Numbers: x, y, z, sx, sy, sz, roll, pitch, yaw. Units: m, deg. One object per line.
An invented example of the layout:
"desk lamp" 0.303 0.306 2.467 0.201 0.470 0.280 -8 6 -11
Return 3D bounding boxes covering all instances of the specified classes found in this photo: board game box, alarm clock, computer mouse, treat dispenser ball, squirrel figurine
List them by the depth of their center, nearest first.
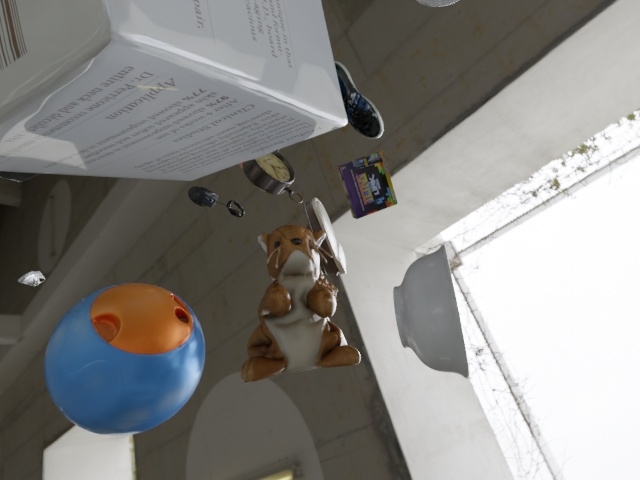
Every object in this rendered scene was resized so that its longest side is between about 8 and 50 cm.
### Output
"treat dispenser ball" -0.375 0.228 0.849 0.288 0.288 0.289 -11 -106 42
"alarm clock" -0.117 -0.159 1.069 0.192 0.129 0.064 43 -60 2
"squirrel figurine" -0.072 0.154 1.166 0.280 0.397 0.371 -8 -100 -3
"board game box" 0.143 -0.168 1.304 0.048 0.140 0.171 -146 -145 -74
"computer mouse" -0.391 -0.142 1.641 0.041 0.242 0.071 30 -83 53

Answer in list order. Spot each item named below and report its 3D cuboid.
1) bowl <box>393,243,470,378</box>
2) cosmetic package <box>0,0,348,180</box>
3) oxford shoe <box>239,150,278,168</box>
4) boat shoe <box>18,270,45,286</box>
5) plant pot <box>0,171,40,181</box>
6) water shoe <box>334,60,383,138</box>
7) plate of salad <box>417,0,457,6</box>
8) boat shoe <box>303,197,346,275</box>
"bowl" 0.244 0.166 0.978 0.133 0.298 0.298 -11 -108 14
"cosmetic package" -0.216 -0.273 0.524 0.329 0.393 0.328 -13 -91 27
"oxford shoe" -0.160 -0.402 1.456 0.132 0.130 0.364 17 -87 31
"boat shoe" -0.777 0.106 1.163 0.035 0.035 0.100 -43 -173 -10
"plant pot" -0.639 -0.230 0.883 0.167 0.188 0.187 -43 -96 3
"water shoe" 0.064 -0.309 0.985 0.072 0.080 0.203 -30 -76 39
"plate of salad" 0.251 -0.586 0.870 0.200 0.199 0.048 -46 -148 26
"boat shoe" 0.000 0.000 1.397 0.096 0.325 0.117 -12 -135 13
